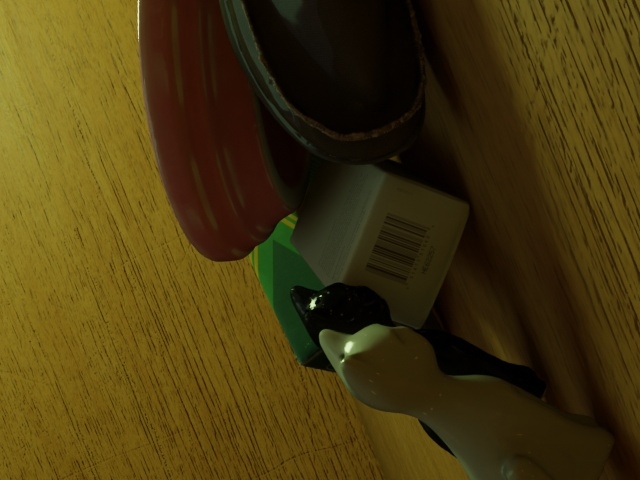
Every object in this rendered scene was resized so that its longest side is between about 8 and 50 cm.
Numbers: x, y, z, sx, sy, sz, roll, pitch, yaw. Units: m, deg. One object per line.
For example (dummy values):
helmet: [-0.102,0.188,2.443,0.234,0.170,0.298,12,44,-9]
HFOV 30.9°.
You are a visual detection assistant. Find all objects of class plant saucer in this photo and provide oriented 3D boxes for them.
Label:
plant saucer: [-0.073,-0.148,1.059,0.332,0.084,0.332,-5,-90,-79]

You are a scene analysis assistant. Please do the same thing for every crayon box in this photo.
crayon box: [0.000,0.000,1.280,0.203,0.083,0.323,21,-144,-52]

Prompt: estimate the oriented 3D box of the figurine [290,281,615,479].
figurine: [0.080,0.106,0.836,0.209,0.092,0.215,31,-178,-13]

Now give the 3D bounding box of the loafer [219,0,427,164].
loafer: [-0.022,-0.226,0.809,0.130,0.134,0.366,-163,51,-84]

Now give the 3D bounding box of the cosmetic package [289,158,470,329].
cosmetic package: [0.045,-0.014,1.028,0.231,0.085,0.117,-125,56,-74]
